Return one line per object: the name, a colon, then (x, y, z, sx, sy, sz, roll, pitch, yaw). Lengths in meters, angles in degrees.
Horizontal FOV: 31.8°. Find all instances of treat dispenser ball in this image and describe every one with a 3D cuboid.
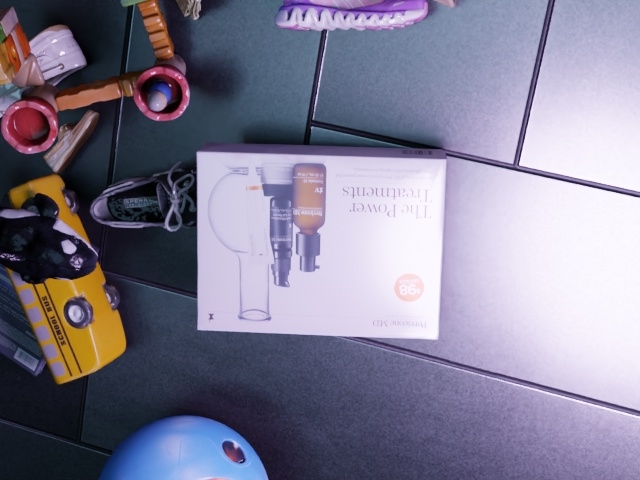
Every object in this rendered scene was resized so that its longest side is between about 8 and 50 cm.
treat dispenser ball: (-0.224, 0.431, 1.838, 0.288, 0.288, 0.288, 4, 103, 17)

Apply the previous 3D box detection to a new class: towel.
towel: (-0.227, -0.421, 1.757, 0.027, 0.110, 0.148, -30, 92, -13)

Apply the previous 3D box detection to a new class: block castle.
block castle: (-0.392, -0.376, 1.669, 0.303, 0.213, 0.453, -13, 114, 3)

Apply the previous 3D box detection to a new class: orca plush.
orca plush: (-0.498, -0.014, 1.785, 0.287, 0.102, 0.151, 38, 112, 8)

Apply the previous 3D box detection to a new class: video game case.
video game case: (-0.528, 0.079, 1.999, 0.196, 0.026, 0.274, 32, 108, 9)

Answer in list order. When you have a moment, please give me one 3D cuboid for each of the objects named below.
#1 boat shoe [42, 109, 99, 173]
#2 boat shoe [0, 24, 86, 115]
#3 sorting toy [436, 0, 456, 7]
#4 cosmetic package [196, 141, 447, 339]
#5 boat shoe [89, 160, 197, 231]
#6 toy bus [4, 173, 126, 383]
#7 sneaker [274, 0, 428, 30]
boat shoe: (-0.424, -0.173, 1.897, 0.045, 0.050, 0.135, 41, 111, 0)
boat shoe: (-0.507, -0.245, 1.882, 0.277, 0.098, 0.096, -35, 89, 20)
sorting toy: (0.100, -0.397, 1.597, 0.193, 0.208, 0.038, 26, 98, 11)
cosmetic package: (0.000, 0.000, 1.736, 0.377, 0.097, 0.284, 2, 105, 4)
boat shoe: (-0.229, -0.072, 1.827, 0.306, 0.105, 0.113, -1, 102, 18)
toy bus: (-0.442, 0.063, 1.899, 0.130, 0.108, 0.332, -20, 95, 22)
sneaker: (0.044, -0.368, 1.687, 0.236, 0.095, 0.104, 4, 95, 18)
